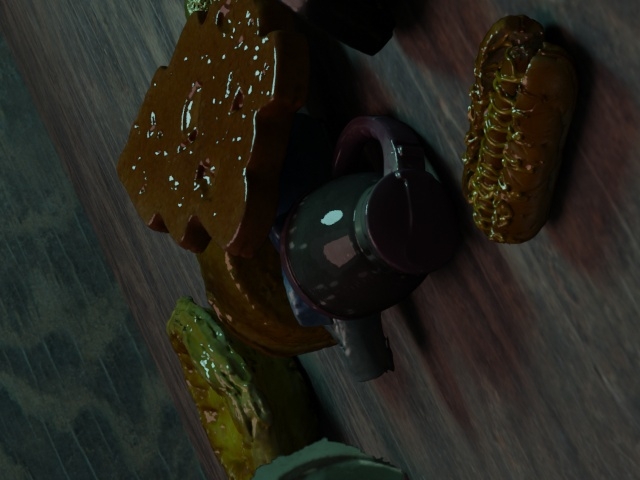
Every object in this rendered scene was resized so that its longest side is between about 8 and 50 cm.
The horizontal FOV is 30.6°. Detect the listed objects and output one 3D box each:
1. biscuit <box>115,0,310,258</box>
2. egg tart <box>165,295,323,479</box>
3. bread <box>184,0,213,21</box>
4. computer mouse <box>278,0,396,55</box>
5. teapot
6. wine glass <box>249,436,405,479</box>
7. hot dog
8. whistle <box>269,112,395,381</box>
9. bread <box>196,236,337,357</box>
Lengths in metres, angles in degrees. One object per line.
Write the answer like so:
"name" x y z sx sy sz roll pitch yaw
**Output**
"biscuit" -0.100 -0.105 1.044 0.306 0.043 0.283 -20 63 53
"egg tart" -0.096 0.211 1.577 0.341 0.132 0.341 58 163 30
"bread" -0.105 -0.211 1.167 0.149 0.065 0.187 -139 28 -65
"computer mouse" -0.045 -0.233 0.818 0.270 0.086 0.137 39 -166 16
"teapot" 0.050 -0.015 0.915 0.116 0.148 0.146 34 157 -16
"wine glass" 0.034 0.417 1.298 0.238 0.238 0.322 44 142 53
"hot dog" 0.116 -0.061 0.705 0.071 0.045 0.165 54 158 32
"whistle" 0.000 0.000 1.050 0.180 0.093 0.269 -18 -91 -76
"bread" -0.051 0.016 1.188 0.229 0.140 0.143 65 156 1
